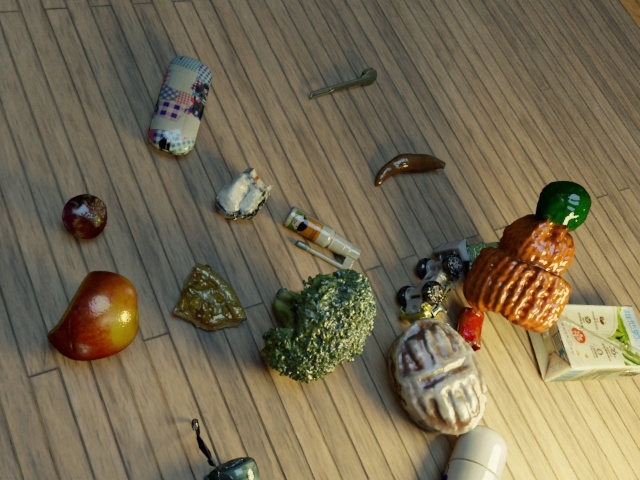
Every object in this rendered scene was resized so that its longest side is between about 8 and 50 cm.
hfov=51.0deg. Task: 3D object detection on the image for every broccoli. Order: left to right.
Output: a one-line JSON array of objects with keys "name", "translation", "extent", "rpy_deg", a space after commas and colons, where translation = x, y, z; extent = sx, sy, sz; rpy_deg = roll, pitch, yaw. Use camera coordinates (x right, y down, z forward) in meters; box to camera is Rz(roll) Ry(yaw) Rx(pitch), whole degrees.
[{"name": "broccoli", "translation": [-0.006, 0.203, 1.576], "extent": [0.288, 0.260, 0.235], "rpy_deg": [-17, 85, -28]}]

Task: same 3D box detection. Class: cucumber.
[{"name": "cucumber", "translation": [0.472, 0.062, 1.964], "extent": [0.116, 0.062, 0.115], "rpy_deg": [1, 60, -11]}]

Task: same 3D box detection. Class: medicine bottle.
[{"name": "medicine bottle", "translation": [0.000, 0.000, 1.803], "extent": [0.221, 0.061, 0.092], "rpy_deg": [30, 80, -6]}, {"name": "medicine bottle", "translation": [0.343, 0.592, 1.569], "extent": [0.130, 0.130, 0.341], "rpy_deg": [34, 56, -3]}]

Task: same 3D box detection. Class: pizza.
[{"name": "pizza", "translation": [-0.279, 0.141, 1.598], "extent": [0.161, 0.062, 0.182], "rpy_deg": [-23, 75, -30]}]

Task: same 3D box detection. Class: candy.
[{"name": "candy", "translation": [0.288, 0.340, 1.673], "extent": [0.214, 0.157, 0.289], "rpy_deg": [-20, 78, -16]}]

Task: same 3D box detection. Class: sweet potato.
[{"name": "sweet potato", "translation": [0.265, -0.228, 2.042], "extent": [0.255, 0.058, 0.078], "rpy_deg": [-15, 90, -25]}]

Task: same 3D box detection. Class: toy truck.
[{"name": "toy truck", "translation": [0.317, 0.115, 1.830], "extent": [0.111, 0.136, 0.286], "rpy_deg": [52, 56, -16]}]

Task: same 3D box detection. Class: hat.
[{"name": "hat", "translation": [0.541, 0.025, 1.776], "extent": [0.285, 0.285, 0.400], "rpy_deg": [12, 95, -17]}]

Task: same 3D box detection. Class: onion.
[{"name": "onion", "translation": [-0.554, -0.056, 1.575], "extent": [0.107, 0.097, 0.107], "rpy_deg": [8, 78, -44]}]

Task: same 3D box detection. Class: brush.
[{"name": "brush", "translation": [0.070, -0.491, 2.111], "extent": [0.266, 0.062, 0.027], "rpy_deg": [-23, 59, -27]}]

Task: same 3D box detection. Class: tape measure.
[{"name": "tape measure", "translation": [-0.204, 0.447, 1.430], "extent": [0.107, 0.104, 0.179], "rpy_deg": [-15, 70, -25]}]

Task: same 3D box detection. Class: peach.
[{"name": "peach", "translation": [-0.484, 0.158, 1.428], "extent": [0.192, 0.190, 0.190], "rpy_deg": [-6, 65, -22]}]

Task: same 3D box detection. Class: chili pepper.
[{"name": "chili pepper", "translation": [0.411, 0.239, 1.836], "extent": [0.070, 0.073, 0.123], "rpy_deg": [52, 45, -42]}]

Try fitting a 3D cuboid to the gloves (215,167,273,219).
[{"name": "gloves", "translation": [-0.203, -0.113, 1.767], "extent": [0.114, 0.070, 0.153], "rpy_deg": [45, 61, -5]}]

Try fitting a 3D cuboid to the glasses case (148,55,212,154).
[{"name": "glasses case", "translation": [-0.381, -0.373, 1.832], "extent": [0.125, 0.076, 0.327], "rpy_deg": [17, 57, -16]}]

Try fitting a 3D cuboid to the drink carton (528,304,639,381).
[{"name": "drink carton", "translation": [0.765, 0.294, 1.917], "extent": [0.325, 0.132, 0.194], "rpy_deg": [4, 61, -23]}]
